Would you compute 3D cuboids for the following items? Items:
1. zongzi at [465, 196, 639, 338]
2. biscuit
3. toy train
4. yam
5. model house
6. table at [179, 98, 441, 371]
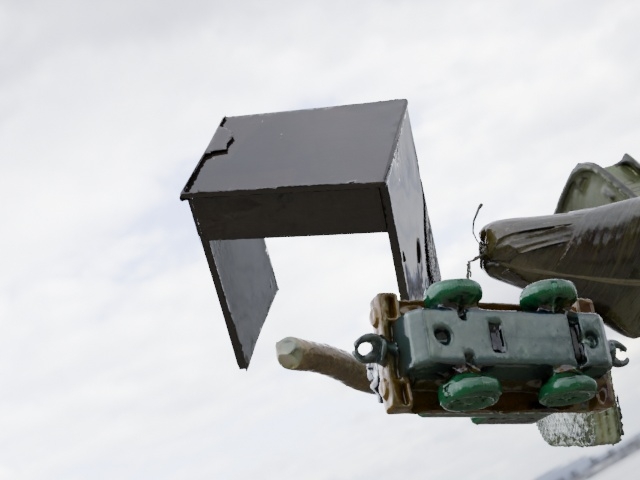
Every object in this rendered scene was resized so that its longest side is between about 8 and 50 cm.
[{"bbox_3d":[0.324,-0.026,1.429,0.111,0.248,0.241,-93,26,-63],"label":"zongzi"},{"bbox_3d":[0.319,0.194,1.560,0.046,0.147,0.250,-5,-8,-9],"label":"biscuit"},{"bbox_3d":[0.123,0.092,0.900,0.228,0.091,0.136,1,-26,-20],"label":"toy train"},{"bbox_3d":[0.032,0.220,2.090,0.066,0.066,0.300,-37,-37,24],"label":"yam"},{"bbox_3d":[0.514,-0.022,1.828,0.279,0.205,0.218,-18,-38,-33],"label":"model house"},{"bbox_3d":[0.000,0.000,1.499,0.251,0.282,0.196,-3,34,15],"label":"table"}]
